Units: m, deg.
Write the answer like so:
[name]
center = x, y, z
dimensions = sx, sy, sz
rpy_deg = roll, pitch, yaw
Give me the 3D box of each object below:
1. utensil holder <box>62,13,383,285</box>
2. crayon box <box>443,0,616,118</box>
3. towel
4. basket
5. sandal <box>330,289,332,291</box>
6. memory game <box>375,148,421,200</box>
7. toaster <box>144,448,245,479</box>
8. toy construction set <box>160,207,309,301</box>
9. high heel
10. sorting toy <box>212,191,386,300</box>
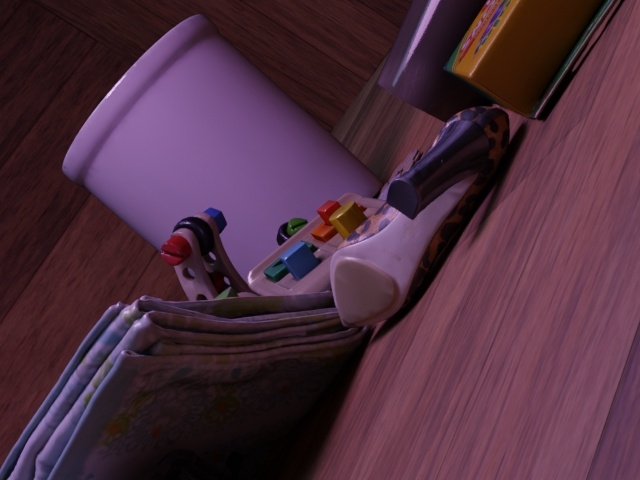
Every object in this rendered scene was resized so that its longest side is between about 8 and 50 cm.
[utensil holder]
center = -0.141, -0.101, 2.250
dimensions = 0.327, 0.385, 0.327
rpy_deg = -50, -1, -1
[crayon box]
center = 0.225, -0.235, 1.513
dimensions = 0.202, 0.081, 0.318
rpy_deg = -57, 6, 6
[towel]
center = -0.154, 0.195, 1.590
dimensions = 0.320, 0.090, 0.374
rpy_deg = 0, -41, -41
[basket]
center = 0.174, -0.260, 1.768
dimensions = 0.227, 0.154, 0.204
rpy_deg = -62, -21, 9
[sandal]
center = 0.037, 0.026, 1.756
dimensions = 0.180, 0.072, 0.049
rpy_deg = -76, -11, -59
[memory game]
center = 0.090, -0.052, 2.099
dimensions = 0.186, 0.012, 0.186
rpy_deg = -57, 5, 7
[toaster]
center = -0.153, 0.323, 1.513
dimensions = 0.146, 0.129, 0.227
rpy_deg = -57, 5, 30
[toy construction set]
center = -0.104, 0.129, 1.955
dimensions = 0.309, 0.257, 0.237
rpy_deg = -79, 1, -59
[high heel]
center = 0.107, -0.020, 1.494
dimensions = 0.186, 0.093, 0.261
rpy_deg = -39, -16, -38
[sorting toy]
center = 0.000, 0.000, 1.720
dimensions = 0.347, 0.047, 0.196
rpy_deg = -39, 17, -9
